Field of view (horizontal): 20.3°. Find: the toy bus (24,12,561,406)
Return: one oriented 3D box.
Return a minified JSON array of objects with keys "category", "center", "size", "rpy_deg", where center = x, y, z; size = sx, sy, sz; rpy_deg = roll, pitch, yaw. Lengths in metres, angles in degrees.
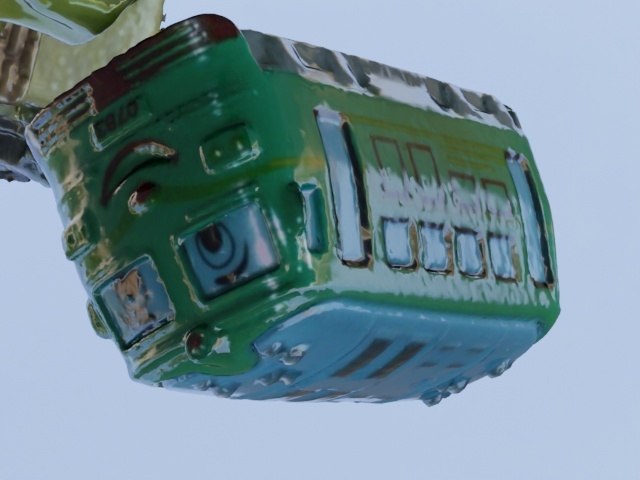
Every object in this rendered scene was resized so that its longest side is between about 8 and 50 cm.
[{"category":"toy bus","center":[0.000,0.000,1.121],"size":[0.183,0.343,0.199],"rpy_deg":[-28,-111,32]}]

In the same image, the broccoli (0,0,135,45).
[{"category":"broccoli","center":[-0.228,-0.240,1.084],"size":[0.324,0.272,0.334],"rpy_deg":[-6,-149,47]}]

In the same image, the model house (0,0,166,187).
[{"category":"model house","center":[-0.314,-0.185,1.449],"size":[0.321,0.266,0.261],"rpy_deg":[11,-91,24]}]
